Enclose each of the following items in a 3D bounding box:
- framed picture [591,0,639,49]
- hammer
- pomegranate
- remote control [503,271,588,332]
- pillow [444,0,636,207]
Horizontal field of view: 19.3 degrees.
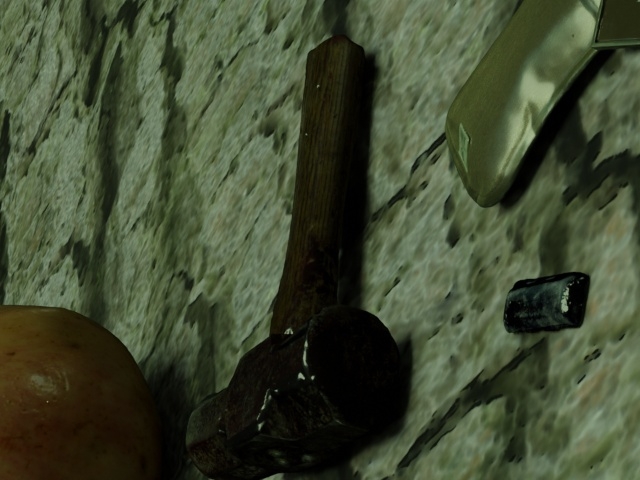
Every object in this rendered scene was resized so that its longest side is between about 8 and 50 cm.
[{"bbox_3d":[0.213,-0.171,1.245,0.066,0.007,0.089,2,78,51],"label":"framed picture"},{"bbox_3d":[0.000,0.000,1.595,0.242,0.095,0.408,-40,35,55],"label":"hammer"},{"bbox_3d":[-0.329,0.217,1.904,0.338,0.338,0.338,-48,35,49],"label":"pomegranate"},{"bbox_3d":[0.150,0.042,1.274,0.096,0.014,0.039,167,116,-67],"label":"remote control"},{"bbox_3d":[0.154,-0.130,1.347,0.217,0.033,0.130,-58,32,29],"label":"pillow"}]
